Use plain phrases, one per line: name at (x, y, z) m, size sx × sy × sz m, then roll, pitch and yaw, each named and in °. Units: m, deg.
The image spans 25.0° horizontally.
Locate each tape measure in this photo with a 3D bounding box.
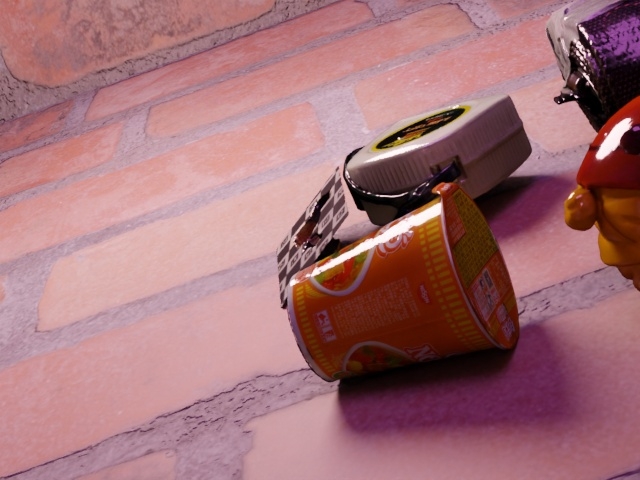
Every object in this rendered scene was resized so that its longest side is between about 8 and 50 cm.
tape measure at (0.121, -0.082, 1.756) m, size 0.235 × 0.115 × 0.207 m, roll -13°, pitch 19°, yaw 44°

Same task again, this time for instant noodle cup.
instant noodle cup at (0.073, 0.054, 1.387) m, size 0.185 × 0.168 × 0.168 m, roll -21°, pitch 18°, yaw 21°

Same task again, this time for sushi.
sushi at (0.000, 0.000, 1.727) m, size 0.139 × 0.031 × 0.201 m, roll -53°, pitch 14°, yaw 15°

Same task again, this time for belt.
belt at (0.356, -0.204, 1.733) m, size 0.164 × 0.184 × 0.289 m, roll -25°, pitch 14°, yaw 3°

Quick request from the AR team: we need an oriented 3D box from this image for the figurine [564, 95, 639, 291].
figurine at (0.363, -0.057, 1.309) m, size 0.320 × 0.196 × 0.323 m, roll 5°, pitch 21°, yaw 39°
